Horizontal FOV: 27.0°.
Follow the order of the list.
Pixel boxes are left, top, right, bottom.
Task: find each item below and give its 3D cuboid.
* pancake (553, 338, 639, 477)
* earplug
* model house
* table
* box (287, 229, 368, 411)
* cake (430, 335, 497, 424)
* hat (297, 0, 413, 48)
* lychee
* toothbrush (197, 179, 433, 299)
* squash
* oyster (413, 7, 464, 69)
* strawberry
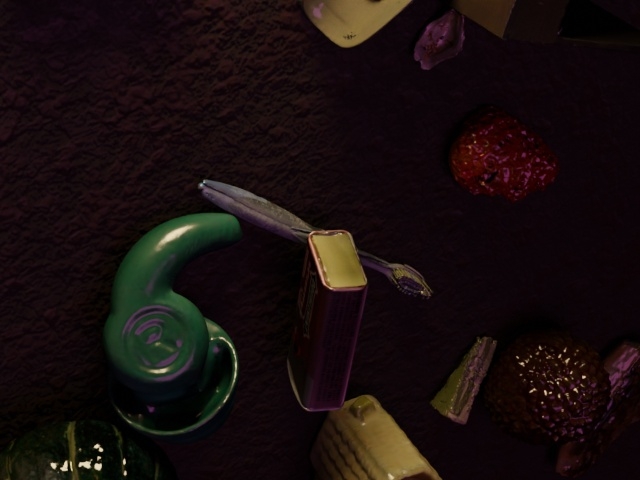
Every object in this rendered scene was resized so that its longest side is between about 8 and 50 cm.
[{"bbox_3d":[0.507,0.270,2.230,0.244,0.057,0.266,-5,126,-39],"label":"pancake"},{"bbox_3d":[-0.179,0.127,1.671,0.164,0.257,0.280,0,143,5],"label":"earplug"},{"bbox_3d":[0.076,0.356,1.917,0.175,0.193,0.234,-20,127,-16],"label":"model house"},{"bbox_3d":[0.304,-0.377,1.596,0.282,0.196,0.250,-1,118,-34],"label":"table"},{"bbox_3d":[0.008,0.106,1.740,0.069,0.120,0.224,-2,132,-15],"label":"box"},{"bbox_3d":[0.218,0.206,2.018,0.051,0.055,0.140,28,85,-38],"label":"cake"},{"bbox_3d":[0.056,-0.313,1.571,0.175,0.085,0.147,-41,92,22],"label":"hat"},{"bbox_3d":[0.351,0.229,2.013,0.188,0.188,0.188,-15,125,-23],"label":"lychee"},{"bbox_3d":[0.000,0.000,1.748,0.413,0.042,0.035,24,104,-37],"label":"toothbrush"},{"bbox_3d":[-0.300,0.336,1.668,0.252,0.165,0.252,-4,131,-4],"label":"squash"},{"bbox_3d":[0.155,-0.257,1.682,0.093,0.034,0.051,-40,116,11],"label":"oyster"},{"bbox_3d":[0.262,-0.110,1.809,0.188,0.082,0.121,11,110,-32],"label":"strawberry"}]
